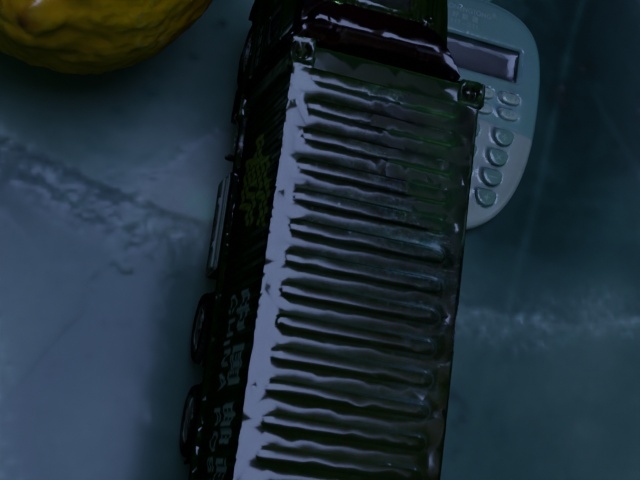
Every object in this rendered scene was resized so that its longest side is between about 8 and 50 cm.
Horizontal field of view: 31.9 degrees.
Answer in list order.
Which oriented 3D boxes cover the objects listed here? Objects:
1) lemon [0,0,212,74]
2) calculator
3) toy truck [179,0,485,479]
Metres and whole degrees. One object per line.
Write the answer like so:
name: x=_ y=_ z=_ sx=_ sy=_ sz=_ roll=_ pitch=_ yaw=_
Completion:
lemon: x=-0.100 y=-0.156 z=0.476 sx=0.142 sy=0.142 sz=0.187 roll=20 pitch=65 yaw=-12
calculator: x=0.067 y=-0.078 z=0.573 sx=0.095 sy=0.021 sz=0.153 roll=13 pitch=70 yaw=-15
toy truck: x=0.000 y=0.000 z=0.463 sx=0.088 sy=0.121 sz=0.259 roll=11 pitch=76 yaw=-16
